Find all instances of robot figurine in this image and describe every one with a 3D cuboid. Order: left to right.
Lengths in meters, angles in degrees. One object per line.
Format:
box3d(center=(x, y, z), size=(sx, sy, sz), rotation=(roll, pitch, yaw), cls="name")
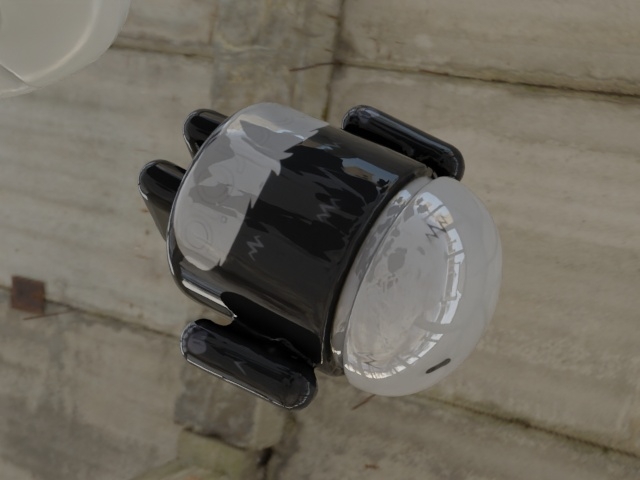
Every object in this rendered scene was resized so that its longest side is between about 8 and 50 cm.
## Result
box3d(center=(-0.001, 0.003, 0.721), size=(0.278, 0.173, 0.209), rotation=(25, -77, 23), cls="robot figurine")

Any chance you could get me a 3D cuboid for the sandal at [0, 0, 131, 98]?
box3d(center=(-0.275, -0.156, 0.442), size=(0.416, 0.169, 0.102), rotation=(5, -126, 17), cls="sandal")
